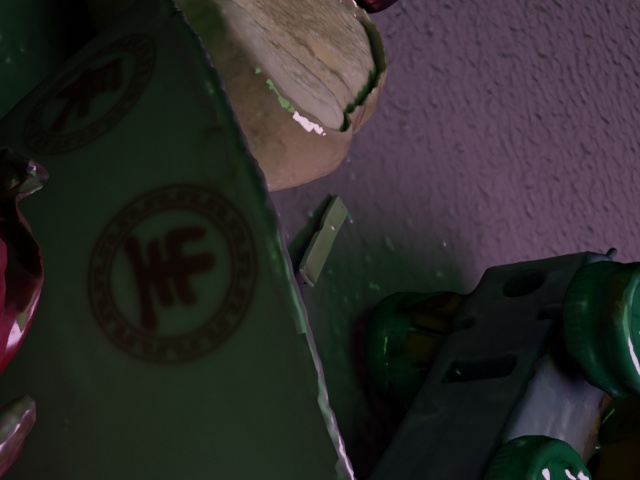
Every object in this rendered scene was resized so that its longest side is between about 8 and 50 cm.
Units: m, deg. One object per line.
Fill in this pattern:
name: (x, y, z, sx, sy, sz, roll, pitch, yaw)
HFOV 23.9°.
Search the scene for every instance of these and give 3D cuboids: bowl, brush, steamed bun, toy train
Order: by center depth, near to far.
bowl: (-0.097, 0.072, 0.648, 0.157, 0.337, 0.337, -16, 84, -10)
steamed bun: (-0.061, -0.105, 0.840, 0.231, 0.110, 0.212, 36, 26, -28)
toy train: (0.125, 0.173, 0.881, 0.249, 0.178, 0.429, 60, 40, -23)
brush: (0.000, 0.000, 0.938, 0.016, 0.013, 0.084, 55, 34, -22)

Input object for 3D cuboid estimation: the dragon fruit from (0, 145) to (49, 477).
dragon fruit: (-0.238, 0.028, 0.441, 0.329, 0.329, 0.329, 22, 58, -40)

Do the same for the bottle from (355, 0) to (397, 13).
bottle: (-0.001, -0.227, 1.008, 0.164, 0.060, 0.060, 47, 44, -23)
